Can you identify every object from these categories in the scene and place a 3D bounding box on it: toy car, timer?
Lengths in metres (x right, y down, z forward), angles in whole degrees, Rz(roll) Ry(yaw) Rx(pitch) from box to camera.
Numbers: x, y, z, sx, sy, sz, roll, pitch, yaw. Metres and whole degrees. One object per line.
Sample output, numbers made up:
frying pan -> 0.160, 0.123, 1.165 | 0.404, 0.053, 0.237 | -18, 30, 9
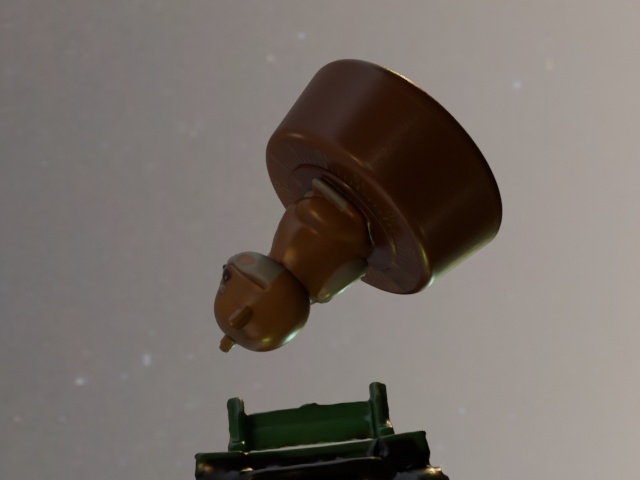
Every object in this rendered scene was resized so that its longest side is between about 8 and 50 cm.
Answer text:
toy car -> 0.007, 0.288, 1.430 | 0.176, 0.214, 0.358 | 92, 170, -79
timer -> 0.000, 0.000, 0.944 | 0.152, 0.132, 0.132 | -45, -46, -23
